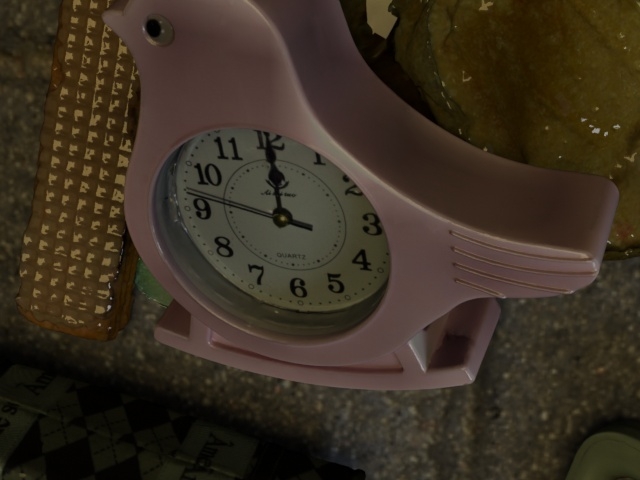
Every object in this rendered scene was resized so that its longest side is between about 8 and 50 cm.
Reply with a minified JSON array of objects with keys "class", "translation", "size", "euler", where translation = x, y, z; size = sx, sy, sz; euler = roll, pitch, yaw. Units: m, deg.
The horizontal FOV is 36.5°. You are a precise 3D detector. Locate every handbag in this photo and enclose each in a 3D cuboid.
[{"class":"handbag","translation":[-0.197,0.282,0.819],"size":[0.416,0.180,0.316],"euler":[17,117,5]}]

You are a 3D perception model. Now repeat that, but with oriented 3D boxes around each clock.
[{"class":"clock","translation":[0.021,-0.033,0.566],"size":[0.290,0.080,0.275],"euler":[7,127,19]}]

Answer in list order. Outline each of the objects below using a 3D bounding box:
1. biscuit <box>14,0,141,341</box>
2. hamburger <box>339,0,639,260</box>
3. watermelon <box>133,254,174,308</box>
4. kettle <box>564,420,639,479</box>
[{"class":"biscuit","translation":[-0.175,-0.101,0.782],"size":[0.094,0.054,0.378],"euler":[14,104,7]},{"class":"hamburger","translation":[0.123,-0.088,0.651],"size":[0.211,0.132,0.309],"euler":[-38,102,-12]},{"class":"watermelon","translation":[0.000,0.000,0.728],"size":[0.257,0.140,0.193],"euler":[32,135,0]},{"class":"kettle","translation":[0.295,0.328,0.733],"size":[0.205,0.265,0.318],"euler":[9,108,-22]}]
